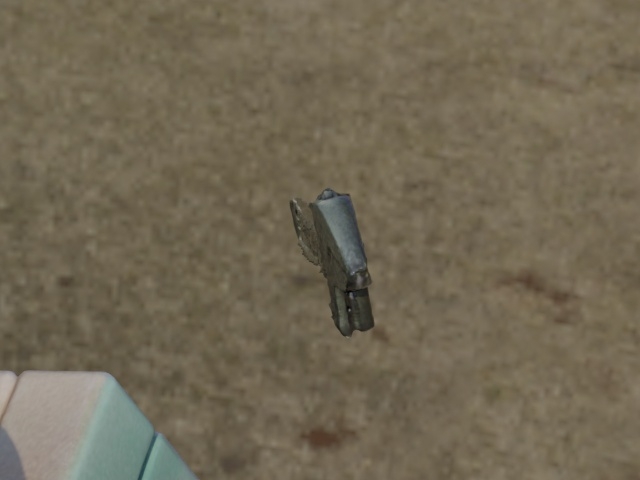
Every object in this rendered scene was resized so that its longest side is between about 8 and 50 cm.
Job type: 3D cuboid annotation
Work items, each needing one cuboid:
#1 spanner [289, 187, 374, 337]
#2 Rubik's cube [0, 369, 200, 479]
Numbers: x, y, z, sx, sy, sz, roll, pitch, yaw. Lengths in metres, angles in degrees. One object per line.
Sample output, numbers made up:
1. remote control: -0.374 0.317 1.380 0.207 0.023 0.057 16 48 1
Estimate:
1. spanner: 0.000 0.000 1.139 0.026 0.093 0.325 -14 9 -5
2. Rubik's cube: -0.260 0.303 1.273 0.319 0.322 0.316 -1 53 26
